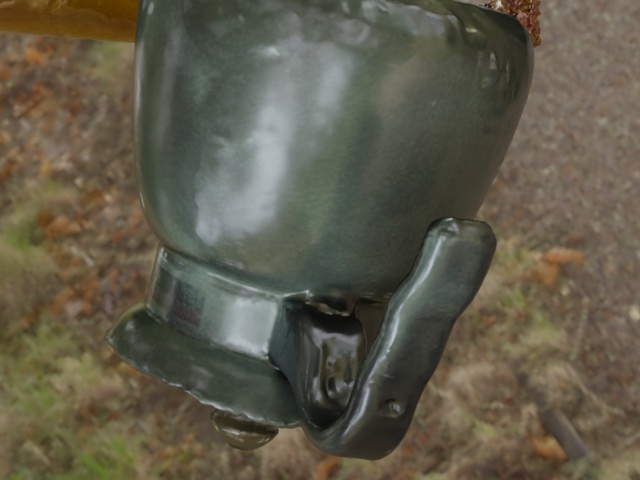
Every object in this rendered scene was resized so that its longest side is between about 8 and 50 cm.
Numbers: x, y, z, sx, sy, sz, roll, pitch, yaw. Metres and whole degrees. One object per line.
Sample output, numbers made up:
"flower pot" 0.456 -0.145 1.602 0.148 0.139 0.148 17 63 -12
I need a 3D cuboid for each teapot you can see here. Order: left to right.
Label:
"teapot" 0.012 -0.001 0.798 0.305 0.223 0.285 24 104 38

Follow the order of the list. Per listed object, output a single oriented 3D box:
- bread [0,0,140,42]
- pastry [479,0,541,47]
"bread" -0.185 -0.242 1.131 0.337 0.148 0.328 2 12 -12
"pastry" 0.145 -0.176 1.354 0.087 0.063 0.169 -15 -10 -46
